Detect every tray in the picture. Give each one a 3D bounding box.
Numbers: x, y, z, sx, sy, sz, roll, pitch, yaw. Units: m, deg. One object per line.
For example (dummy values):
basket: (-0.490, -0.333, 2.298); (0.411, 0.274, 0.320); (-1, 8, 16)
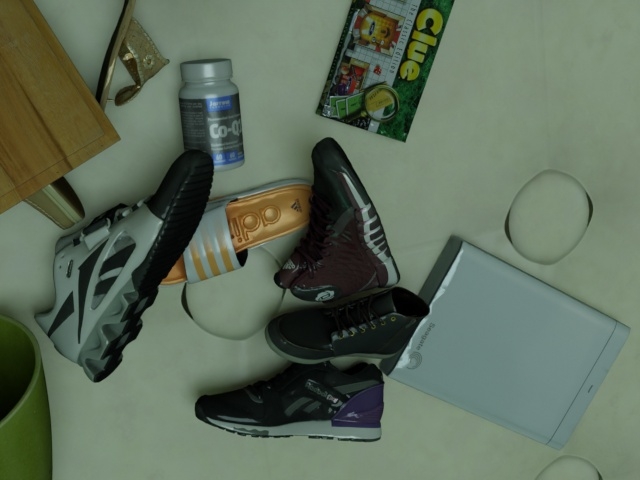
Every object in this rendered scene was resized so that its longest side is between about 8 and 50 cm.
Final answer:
tray: (-0.416, -0.232, 0.988); (0.203, 0.076, 0.411); (-39, 105, -31)

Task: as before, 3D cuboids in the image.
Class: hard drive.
hard drive: (0.294, 0.167, 1.419); (0.353, 0.047, 0.233); (26, 97, -22)

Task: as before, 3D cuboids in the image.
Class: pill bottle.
pill bottle: (-0.141, -0.161, 1.169); (0.078, 0.078, 0.137); (-9, 108, -15)

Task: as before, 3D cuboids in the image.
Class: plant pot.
plant pot: (-0.444, 0.285, 1.125); (0.274, 0.275, 0.294); (-16, 126, -13)

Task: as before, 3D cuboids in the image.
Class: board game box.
board game box: (0.096, -0.276, 1.239); (0.136, 0.030, 0.260); (14, 101, -23)

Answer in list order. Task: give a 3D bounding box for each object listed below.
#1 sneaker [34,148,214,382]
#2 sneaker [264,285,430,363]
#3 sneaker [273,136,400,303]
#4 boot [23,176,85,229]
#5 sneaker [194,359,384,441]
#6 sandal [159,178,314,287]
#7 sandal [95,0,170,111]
sneaker: (-0.258, 0.009, 1.143); (0.146, 0.122, 0.331); (35, 102, 9)
sneaker: (0.037, 0.108, 1.273); (0.222, 0.083, 0.118); (1, 144, -29)
sneaker: (0.000, 0.000, 1.215); (0.162, 0.106, 0.281); (-26, 135, 0)
boot: (-0.440, -0.053, 1.096); (0.262, 0.095, 0.203); (41, 91, -24)
sneaker: (-0.041, 0.215, 1.313); (0.283, 0.107, 0.124); (7, 88, -23)
sandal: (-0.115, -0.013, 1.220); (0.265, 0.076, 0.102); (-23, 111, -10)
sandal: (-0.221, -0.241, 1.118); (0.079, 0.088, 0.240); (9, 96, -21)
